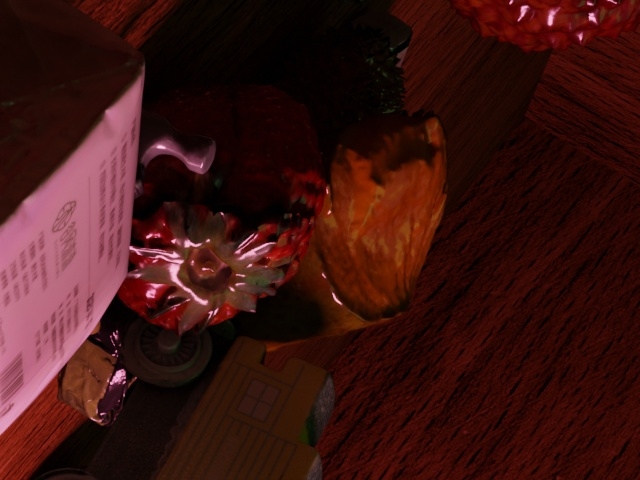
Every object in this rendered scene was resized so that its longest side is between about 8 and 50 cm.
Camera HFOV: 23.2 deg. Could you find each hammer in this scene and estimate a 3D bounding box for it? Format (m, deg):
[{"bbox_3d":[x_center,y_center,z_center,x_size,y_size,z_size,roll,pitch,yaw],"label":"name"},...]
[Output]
[{"bbox_3d":[-0.212,-0.024,1.515,0.041,0.158,0.226,81,27,-73],"label":"hammer"}]

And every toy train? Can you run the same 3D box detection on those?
[{"bbox_3d":[-0.148,0.272,1.694,0.179,0.272,0.442,102,13,-53],"label":"toy train"}]

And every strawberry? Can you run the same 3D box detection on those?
[{"bbox_3d":[-0.125,-0.054,1.706,0.288,0.250,0.238,-103,-157,-45],"label":"strawberry"}]

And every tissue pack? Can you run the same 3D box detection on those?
[{"bbox_3d":[-0.283,-0.009,1.251,0.266,0.194,0.356,-52,169,-29],"label":"tissue pack"},{"bbox_3d":[0.064,-0.252,2.321,0.103,0.090,0.170,-42,163,-52],"label":"tissue pack"}]

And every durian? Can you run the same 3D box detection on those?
[{"bbox_3d":[0.031,-0.158,2.081,0.258,0.258,0.293,-62,177,23],"label":"durian"}]

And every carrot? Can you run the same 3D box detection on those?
[{"bbox_3d":[0.000,0.000,1.879,0.340,0.241,0.241,-19,-171,29],"label":"carrot"}]

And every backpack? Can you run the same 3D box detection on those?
[{"bbox_3d":[-0.232,0.108,1.919,0.207,0.140,0.253,-29,146,-62],"label":"backpack"}]

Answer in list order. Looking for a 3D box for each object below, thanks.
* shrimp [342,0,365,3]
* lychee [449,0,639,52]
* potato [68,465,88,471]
[{"bbox_3d":[0.049,-0.386,2.013,0.082,0.076,0.174,-4,146,-23],"label":"shrimp"},{"bbox_3d":[0.309,-0.444,1.976,0.424,0.424,0.500,-56,-174,-6],"label":"lychee"},{"bbox_3d":[-0.364,0.494,2.214,0.359,0.219,0.270,-61,175,31],"label":"potato"}]
